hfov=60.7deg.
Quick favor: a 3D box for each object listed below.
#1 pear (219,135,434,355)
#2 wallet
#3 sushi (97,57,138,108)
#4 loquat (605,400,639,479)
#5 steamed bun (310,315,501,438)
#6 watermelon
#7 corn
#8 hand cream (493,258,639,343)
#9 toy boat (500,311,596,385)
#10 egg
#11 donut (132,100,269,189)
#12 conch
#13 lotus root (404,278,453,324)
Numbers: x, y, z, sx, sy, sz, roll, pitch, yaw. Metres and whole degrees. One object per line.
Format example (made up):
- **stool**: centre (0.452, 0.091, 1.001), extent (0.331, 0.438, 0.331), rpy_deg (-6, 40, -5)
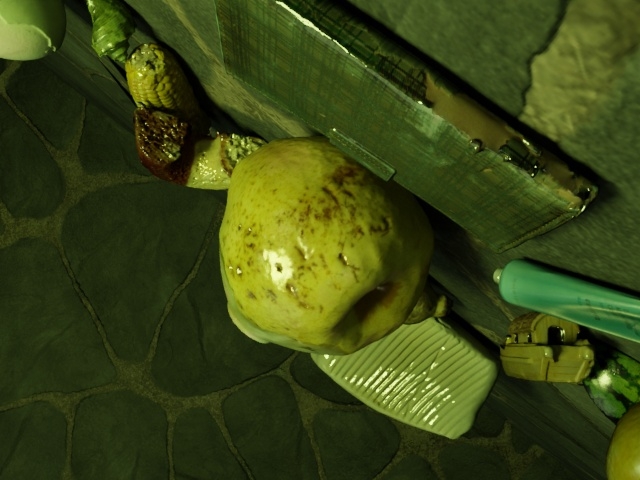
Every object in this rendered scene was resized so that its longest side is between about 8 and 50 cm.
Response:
- **pear**: centre (0.000, 0.000, 0.657), extent (0.271, 0.271, 0.271), rpy_deg (37, 173, 5)
- **wallet**: centre (0.047, -0.105, 0.439), extent (0.317, 0.044, 0.169), rpy_deg (36, 169, 6)
- **sushi**: centre (-0.408, -0.315, 1.354), extent (0.264, 0.050, 0.290), rpy_deg (51, 176, 3)
- **loquat**: centre (0.362, 0.223, 0.538), extent (0.195, 0.152, 0.152), rpy_deg (47, 169, -35)
- **steamed bun**: centre (0.172, 0.237, 1.178), extent (0.384, 0.247, 0.236), rpy_deg (28, -174, -6)
- **watermelon**: centre (0.364, 0.188, 0.646), extent (0.163, 0.069, 0.087), rpy_deg (39, 172, 3)
- **corn**: centre (-0.257, -0.230, 0.924), extent (0.102, 0.102, 0.313), rpy_deg (37, 173, 7)
- **hand cream**: centre (0.256, 0.062, 0.504), extent (0.083, 0.048, 0.224), rpy_deg (45, 165, -33)
- **toy boat**: centre (0.276, 0.135, 0.696), extent (0.068, 0.088, 0.226), rpy_deg (1, 170, 4)
- **egg**: centre (-0.506, -0.381, 0.868), extent (0.183, 0.183, 0.217), rpy_deg (32, 174, 42)
- **donut**: centre (-0.205, -0.137, 0.903), extent (0.217, 0.085, 0.141), rpy_deg (10, 165, -22)
- **conch**: centre (-0.302, -0.305, 0.764), extent (0.089, 0.074, 0.121), rpy_deg (3, 124, 43)
- **lotus root**: centre (0.132, 0.088, 0.982), extent (0.214, 0.138, 0.138), rpy_deg (24, 170, 13)
